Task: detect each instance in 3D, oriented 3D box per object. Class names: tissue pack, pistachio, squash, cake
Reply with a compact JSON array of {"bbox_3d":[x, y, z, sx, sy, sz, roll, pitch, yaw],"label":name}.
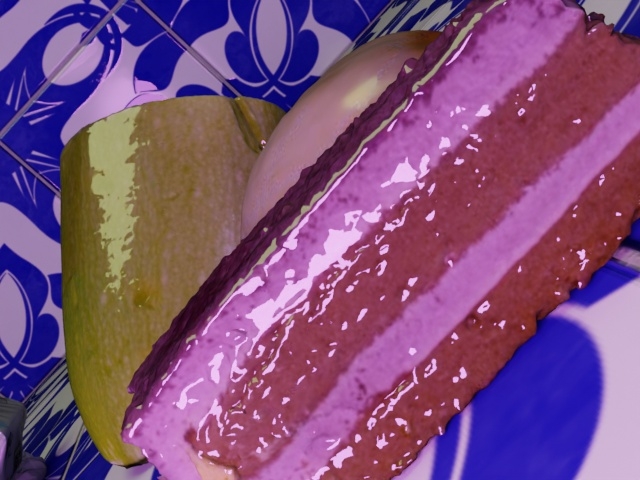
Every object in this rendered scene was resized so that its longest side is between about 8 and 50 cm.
[{"bbox_3d":[-0.418,0.289,1.199,0.229,0.145,0.159,177,111,-79],"label":"tissue pack"},{"bbox_3d":[0.031,-0.035,0.546,0.215,0.144,0.144,-32,18,49],"label":"pistachio"},{"bbox_3d":[-0.127,0.047,0.893,0.234,0.309,0.210,-25,-22,35],"label":"squash"},{"bbox_3d":[0.026,0.025,0.412,0.295,0.116,0.113,-47,14,20],"label":"cake"}]
